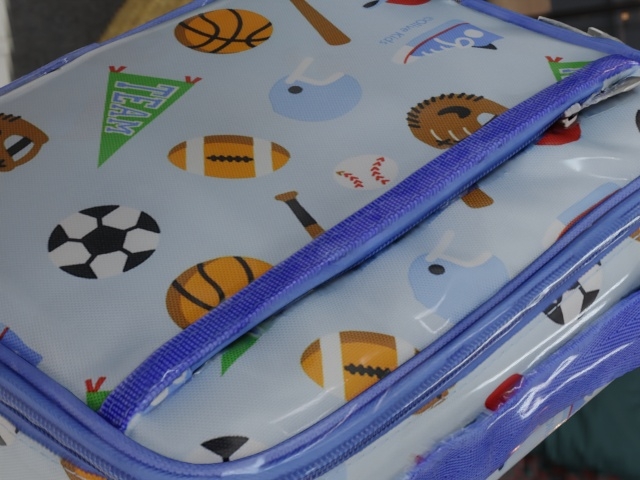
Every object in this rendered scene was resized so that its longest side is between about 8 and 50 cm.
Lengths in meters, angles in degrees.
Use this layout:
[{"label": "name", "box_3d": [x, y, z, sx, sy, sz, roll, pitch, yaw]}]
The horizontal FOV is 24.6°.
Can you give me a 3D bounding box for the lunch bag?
[{"label": "lunch bag", "box_3d": [0.000, 0.000, 0.540, 0.303, 0.243, 0.115, -34, 135, -34]}]
